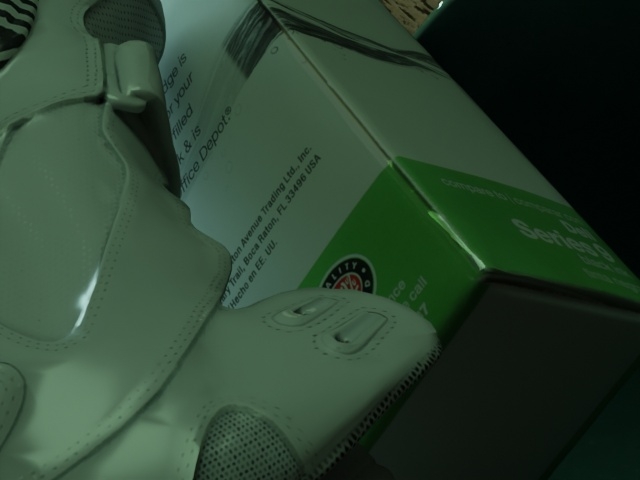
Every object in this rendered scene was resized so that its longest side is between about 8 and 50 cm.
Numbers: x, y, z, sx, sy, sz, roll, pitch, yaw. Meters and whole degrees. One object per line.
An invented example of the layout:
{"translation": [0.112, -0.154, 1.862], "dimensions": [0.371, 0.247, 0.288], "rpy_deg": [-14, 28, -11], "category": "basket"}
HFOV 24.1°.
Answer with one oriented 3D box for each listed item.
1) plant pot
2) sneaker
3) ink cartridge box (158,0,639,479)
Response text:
{"translation": [0.168, 0.021, 0.683], "dimensions": [0.195, 0.290, 0.290], "rpy_deg": [8, 9, -40], "category": "plant pot"}
{"translation": [-0.068, 0.020, 0.499], "dimensions": [0.210, 0.137, 0.366], "rpy_deg": [17, 37, 4], "category": "sneaker"}
{"translation": [-0.021, 0.009, 0.659], "dimensions": [0.122, 0.211, 0.289], "rpy_deg": [11, 32, -41], "category": "ink cartridge box"}
